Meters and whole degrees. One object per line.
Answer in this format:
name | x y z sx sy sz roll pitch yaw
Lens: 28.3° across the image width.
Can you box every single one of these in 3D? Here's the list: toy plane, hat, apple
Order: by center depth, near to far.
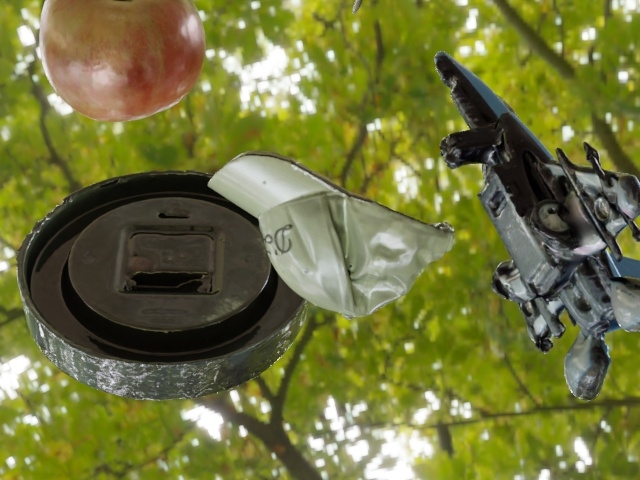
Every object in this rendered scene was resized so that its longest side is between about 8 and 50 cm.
toy plane | 0.128 -0.028 0.798 0.078 0.169 0.246 -24 -114 -28
hat | -0.002 -0.007 0.895 0.166 0.122 0.081 31 -112 -8
apple | -0.237 -0.234 1.503 0.209 0.164 0.209 7 -143 -5

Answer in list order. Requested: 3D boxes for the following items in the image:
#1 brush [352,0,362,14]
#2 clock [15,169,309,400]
brush | 0.061 -0.353 1.760 0.008 0.083 0.024 18 -167 -15
clock | -0.144 0.036 1.201 0.281 0.055 0.280 3 -140 -2
